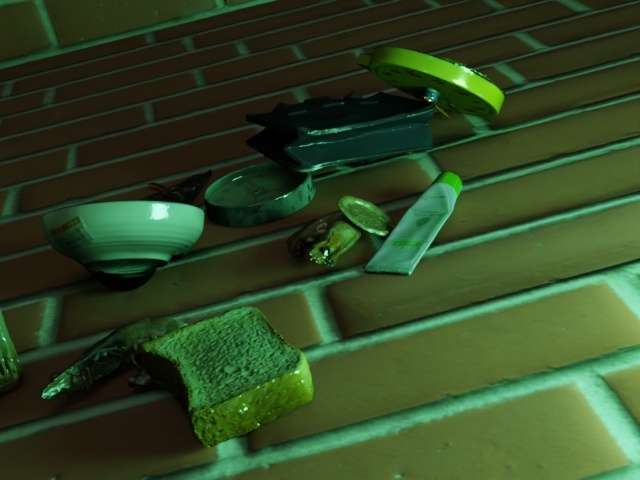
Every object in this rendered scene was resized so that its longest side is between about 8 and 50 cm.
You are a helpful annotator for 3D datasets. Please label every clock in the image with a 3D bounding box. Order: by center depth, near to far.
[{"bbox_3d":[-0.117,-0.092,2.039,0.215,0.042,0.215,-11,25,5],"label":"clock"},{"bbox_3d":[0.224,-0.304,2.136,0.277,0.071,0.293,21,-3,-21],"label":"clock"}]

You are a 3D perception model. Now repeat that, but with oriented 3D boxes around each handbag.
[{"bbox_3d":[0.034,-0.215,2.103,0.325,0.118,0.269,-11,22,-28],"label":"handbag"}]

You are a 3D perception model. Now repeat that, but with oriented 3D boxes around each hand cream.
[{"bbox_3d":[0.162,-0.025,1.772,0.079,0.050,0.275,-28,15,42],"label":"hand cream"}]

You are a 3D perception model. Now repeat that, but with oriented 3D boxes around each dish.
[{"bbox_3d":[-0.332,0.020,1.818,0.273,0.134,0.273,-3,-7,0],"label":"dish"}]

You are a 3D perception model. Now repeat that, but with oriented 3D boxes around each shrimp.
[{"bbox_3d":[-0.287,0.177,1.554,0.143,0.052,0.251,22,43,41],"label":"shrimp"},{"bbox_3d":[0.000,-0.004,1.783,0.133,0.053,0.236,-2,22,14],"label":"shrimp"}]

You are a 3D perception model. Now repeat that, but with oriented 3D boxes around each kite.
[{"bbox_3d":[-0.313,-0.096,2.181,0.232,0.009,0.189,-26,28,-25],"label":"kite"}]

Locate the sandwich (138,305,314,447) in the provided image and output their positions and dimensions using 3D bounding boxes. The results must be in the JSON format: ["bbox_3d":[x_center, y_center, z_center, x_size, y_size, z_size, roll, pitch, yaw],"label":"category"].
[{"bbox_3d":[-0.126,0.178,1.446,0.186,0.065,0.214,-21,29,-18],"label":"sandwich"}]

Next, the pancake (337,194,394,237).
[{"bbox_3d":[0.076,-0.041,1.801,0.115,0.011,0.115,22,25,-11],"label":"pancake"}]

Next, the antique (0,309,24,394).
[{"bbox_3d":[-0.576,0.152,1.673,0.125,0.150,0.284,-22,18,-28],"label":"antique"}]
